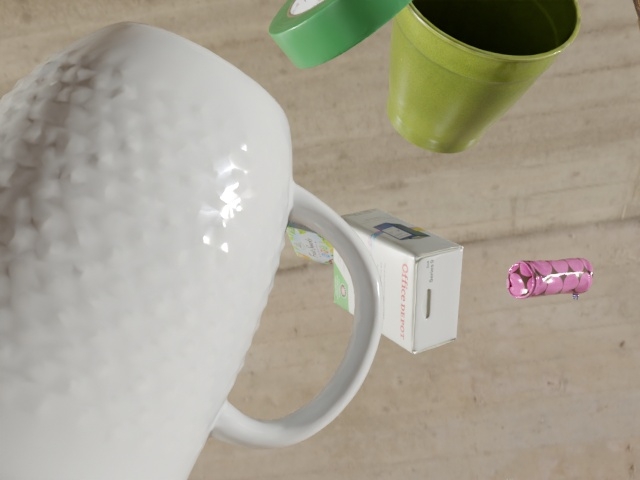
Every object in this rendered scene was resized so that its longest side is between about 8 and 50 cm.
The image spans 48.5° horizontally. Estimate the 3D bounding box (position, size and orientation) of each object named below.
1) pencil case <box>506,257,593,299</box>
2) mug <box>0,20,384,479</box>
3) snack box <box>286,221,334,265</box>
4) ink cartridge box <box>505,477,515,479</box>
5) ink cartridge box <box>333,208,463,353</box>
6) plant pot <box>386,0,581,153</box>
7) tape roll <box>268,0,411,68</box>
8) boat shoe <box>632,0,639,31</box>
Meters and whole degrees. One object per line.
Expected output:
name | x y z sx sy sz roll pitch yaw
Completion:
pencil case | 0.494 0.084 1.542 0.098 0.209 0.095 -7 -97 55
mug | -0.128 0.029 0.587 0.374 0.276 0.328 26 -98 -5
snack box | 0.000 0.000 1.234 0.100 0.141 0.037 15 -110 14
ink cartridge box | 0.404 0.516 1.264 0.175 0.072 0.128 12 -89 11
ink cartridge box | 0.112 0.056 1.089 0.093 0.154 0.212 -12 -157 -28
plant pot | 0.294 -0.380 1.504 0.366 0.353 0.367 6 -125 -8
tape roll | 0.060 -0.418 1.169 0.321 0.077 0.321 -33 -153 19
boat shoe | 0.524 -0.325 1.076 0.073 0.207 0.073 -20 -145 21
